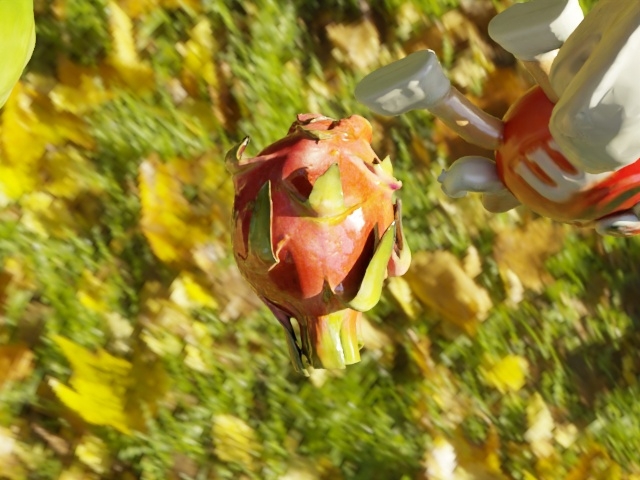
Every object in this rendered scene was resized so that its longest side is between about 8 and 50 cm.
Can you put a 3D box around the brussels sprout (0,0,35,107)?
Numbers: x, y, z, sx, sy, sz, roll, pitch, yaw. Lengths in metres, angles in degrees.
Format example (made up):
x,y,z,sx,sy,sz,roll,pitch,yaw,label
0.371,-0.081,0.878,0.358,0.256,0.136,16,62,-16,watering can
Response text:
x,y,z,sx,sy,sz,roll,pitch,yaw,label
-0.354,-0.173,1.244,0.276,0.371,0.315,-45,49,2,brussels sprout

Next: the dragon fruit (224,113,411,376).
x,y,z,sx,sy,sz,roll,pitch,yaw,label
-0.001,0.001,0.849,0.081,0.086,0.116,-6,102,-28,dragon fruit

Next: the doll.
x,y,z,sx,sy,sz,roll,pitch,yaw,label
0.147,-0.058,1.088,0.183,0.217,0.085,-23,51,39,doll

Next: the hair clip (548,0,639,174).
x,y,z,sx,sy,sz,roll,pitch,yaw,label
0.127,-0.095,0.402,0.075,0.257,0.146,41,55,11,hair clip
